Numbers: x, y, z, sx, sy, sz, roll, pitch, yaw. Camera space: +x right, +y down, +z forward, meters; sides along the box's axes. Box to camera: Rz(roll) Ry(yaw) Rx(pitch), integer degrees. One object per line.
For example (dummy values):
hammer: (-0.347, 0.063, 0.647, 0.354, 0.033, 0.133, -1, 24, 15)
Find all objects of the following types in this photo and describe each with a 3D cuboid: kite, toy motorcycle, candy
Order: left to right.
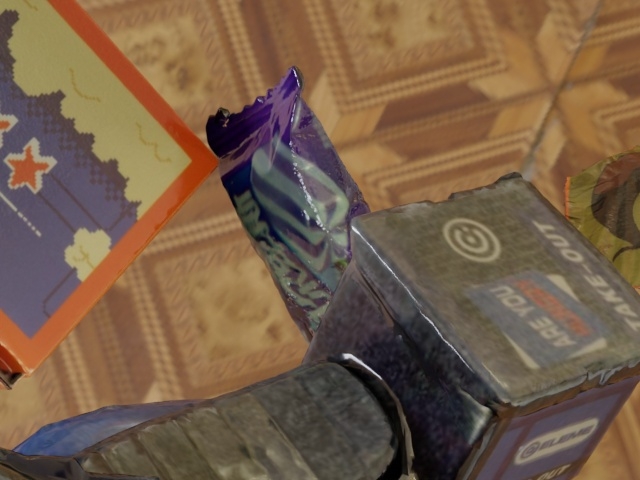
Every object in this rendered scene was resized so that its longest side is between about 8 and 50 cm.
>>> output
toy motorcycle: (-0.074, 0.094, 0.511, 0.358, 0.212, 0.125, -14, 51, -40)
candy: (0.000, 0.000, 1.407, 0.070, 0.145, 0.275, -22, 82, -33)
kite: (0.333, -0.026, 1.384, 0.377, 0.327, 0.013, -25, 119, -31)

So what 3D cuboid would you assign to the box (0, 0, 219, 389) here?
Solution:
box: (-0.330, -0.071, 1.480, 0.257, 0.348, 0.318, -48, 110, -24)
